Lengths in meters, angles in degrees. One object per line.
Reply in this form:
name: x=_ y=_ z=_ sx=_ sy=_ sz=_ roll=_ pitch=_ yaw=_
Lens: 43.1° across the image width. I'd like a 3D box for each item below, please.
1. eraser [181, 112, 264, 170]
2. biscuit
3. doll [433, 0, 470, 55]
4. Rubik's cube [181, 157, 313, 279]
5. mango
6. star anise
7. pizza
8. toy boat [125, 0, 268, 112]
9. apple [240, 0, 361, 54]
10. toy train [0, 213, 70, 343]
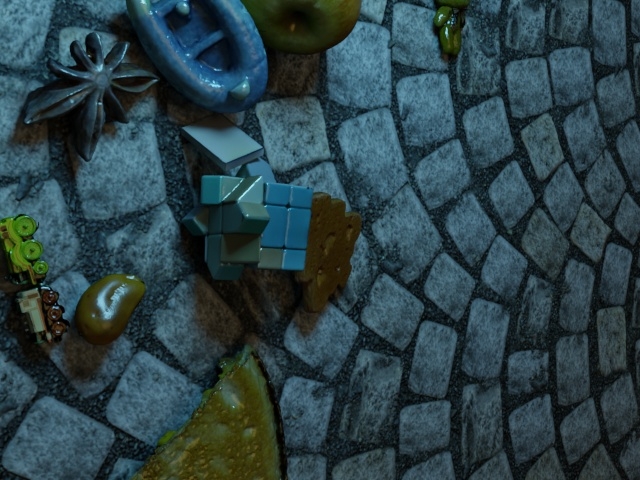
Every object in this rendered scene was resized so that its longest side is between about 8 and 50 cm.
eraser: x=-0.204 y=-0.206 z=1.679 sx=0.104 sy=0.150 sz=0.023 roll=-29 pitch=145 yaw=-35
biscuit: x=0.000 y=0.000 z=1.840 sx=0.283 sy=0.043 sz=0.306 roll=-61 pitch=145 yaw=-27
doll: x=0.358 y=-0.598 z=2.144 sx=0.137 sy=0.097 sz=0.209 roll=-14 pitch=104 yaw=-43
Rubik's cube: x=-0.149 y=-0.049 z=1.671 sx=0.213 sy=0.224 sz=0.265 roll=5 pitch=93 yaw=-35
mango: x=-0.409 y=0.127 z=1.556 sx=0.105 sy=0.084 sz=0.159 roll=43 pitch=44 yaw=-13
star anise: x=-0.436 y=-0.281 z=1.519 sx=0.257 sy=0.111 sz=0.198 roll=-54 pitch=136 yaw=-16
pizza: x=-0.192 y=0.498 z=1.727 sx=0.435 sy=0.080 sz=0.391 roll=-47 pitch=117 yaw=-26
toy boat: x=-0.230 y=-0.390 z=1.607 sx=0.215 sy=0.123 sz=0.330 roll=-32 pitch=119 yaw=0
apple: x=-0.049 y=-0.535 z=1.715 sx=0.286 sy=0.286 sz=0.233 roll=23 pitch=53 yaw=-36
toy train: x=-0.528 y=0.073 z=1.479 sx=0.085 sy=0.053 sz=0.249 roll=-20 pitch=103 yaw=-28
